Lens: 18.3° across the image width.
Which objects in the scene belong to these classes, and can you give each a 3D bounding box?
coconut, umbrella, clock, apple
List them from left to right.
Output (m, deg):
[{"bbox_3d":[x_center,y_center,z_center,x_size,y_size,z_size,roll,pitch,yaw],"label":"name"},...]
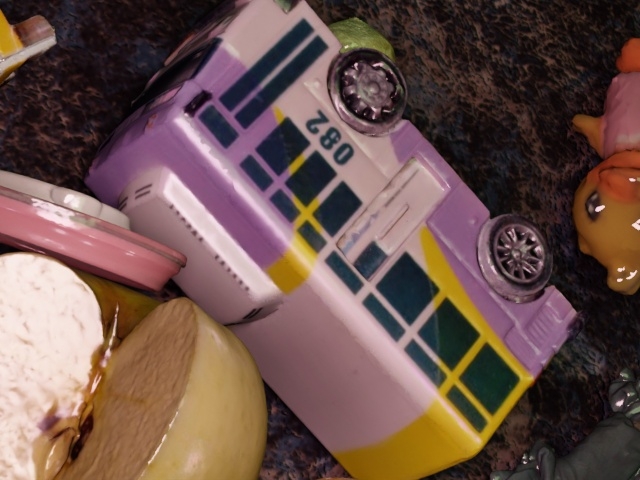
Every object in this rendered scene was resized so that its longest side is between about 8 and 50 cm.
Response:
[{"bbox_3d":[-0.229,-0.016,1.669,0.244,0.244,0.056,21,85,-24],"label":"clock"},{"bbox_3d":[-0.185,0.161,1.622,0.233,0.295,0.258,30,77,-62],"label":"apple"},{"bbox_3d":[0.033,-0.174,1.972,0.088,0.088,0.096,-33,87,-35],"label":"coconut"},{"bbox_3d":[0.258,0.249,1.954,0.143,0.094,0.349,46,48,13],"label":"umbrella"}]

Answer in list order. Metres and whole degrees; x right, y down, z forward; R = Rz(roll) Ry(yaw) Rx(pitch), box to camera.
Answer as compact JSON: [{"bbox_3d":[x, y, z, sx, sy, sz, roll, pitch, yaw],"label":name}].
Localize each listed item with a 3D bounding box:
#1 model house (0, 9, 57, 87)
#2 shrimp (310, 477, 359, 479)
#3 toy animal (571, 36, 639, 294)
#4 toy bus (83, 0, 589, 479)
[{"bbox_3d":[-0.380,-0.175,1.650,0.215,0.198,0.224,-31,91,-41],"label":"model house"},{"bbox_3d":[0.031,0.361,1.805,0.154,0.062,0.294,-14,78,-22],"label":"shrimp"},{"bbox_3d":[0.345,-0.068,2.086,0.169,0.195,0.281,68,37,-46],"label":"toy animal"},{"bbox_3d":[0.000,0.000,1.817,0.440,0.209,0.249,49,56,-10],"label":"toy bus"}]
